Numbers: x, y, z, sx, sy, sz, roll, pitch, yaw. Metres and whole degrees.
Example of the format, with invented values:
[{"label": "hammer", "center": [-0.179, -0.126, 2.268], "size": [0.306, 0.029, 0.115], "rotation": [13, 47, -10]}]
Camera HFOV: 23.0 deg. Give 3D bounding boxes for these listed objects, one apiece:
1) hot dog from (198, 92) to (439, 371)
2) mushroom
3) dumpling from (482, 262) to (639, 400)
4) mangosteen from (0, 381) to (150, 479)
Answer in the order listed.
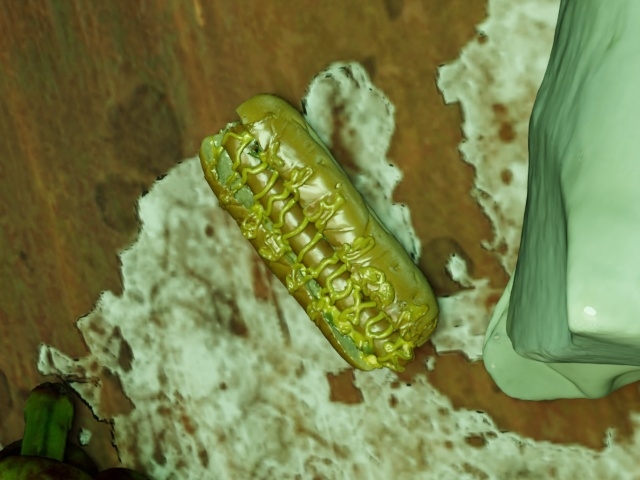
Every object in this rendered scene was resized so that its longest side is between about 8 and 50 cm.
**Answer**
[{"label": "hot dog", "center": [0.000, 0.000, 0.841], "size": [0.071, 0.045, 0.165], "rotation": [-38, 87, 31]}, {"label": "mushroom", "center": [0.158, -0.143, 0.612], "size": [0.126, 0.177, 0.397], "rotation": [11, 82, 6]}, {"label": "dumpling", "center": [0.164, 0.017, 0.740], "size": [0.134, 0.100, 0.169], "rotation": [27, 90, -16]}, {"label": "mangosteen", "center": [-0.174, 0.202, 0.944], "size": [0.194, 0.194, 0.230], "rotation": [12, 88, 24]}]
